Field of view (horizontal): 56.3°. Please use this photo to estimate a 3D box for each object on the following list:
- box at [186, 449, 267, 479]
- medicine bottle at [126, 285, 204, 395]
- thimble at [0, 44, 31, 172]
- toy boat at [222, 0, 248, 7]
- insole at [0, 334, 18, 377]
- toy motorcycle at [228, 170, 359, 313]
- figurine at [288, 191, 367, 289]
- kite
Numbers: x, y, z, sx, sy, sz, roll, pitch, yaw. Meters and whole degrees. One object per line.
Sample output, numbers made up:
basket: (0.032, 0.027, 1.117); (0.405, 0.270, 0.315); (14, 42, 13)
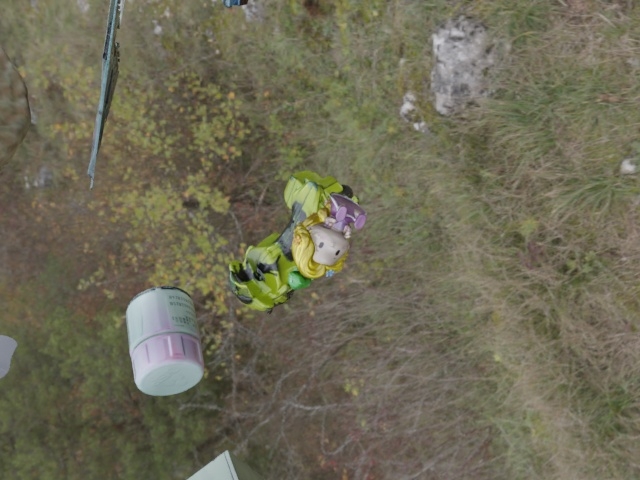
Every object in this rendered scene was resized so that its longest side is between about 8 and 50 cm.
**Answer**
box: (-0.245, 0.652, 1.444); (0.225, 0.225, 0.117); (57, 176, -40)
medicine bottle: (-0.294, 0.190, 1.130); (0.135, 0.135, 0.168); (-62, 36, 38)
thimble: (-0.392, -0.125, 0.538); (0.148, 0.196, 0.229); (-39, 97, 28)
toy boat: (-0.148, -0.402, 0.921); (0.060, 0.061, 0.137); (-62, 33, 35)
insole: (-0.526, 0.193, 0.977); (0.135, 0.045, 0.002); (-50, 23, 34)
toy motorcycle: (-0.066, 0.019, 1.169); (0.142, 0.206, 0.342); (42, 119, 16)
figurine: (0.000, 0.000, 0.924); (0.156, 0.095, 0.115); (-62, 13, 14)
kite: (-0.288, -0.247, 0.820); (0.406, 0.014, 0.368); (-174, 93, -71)
